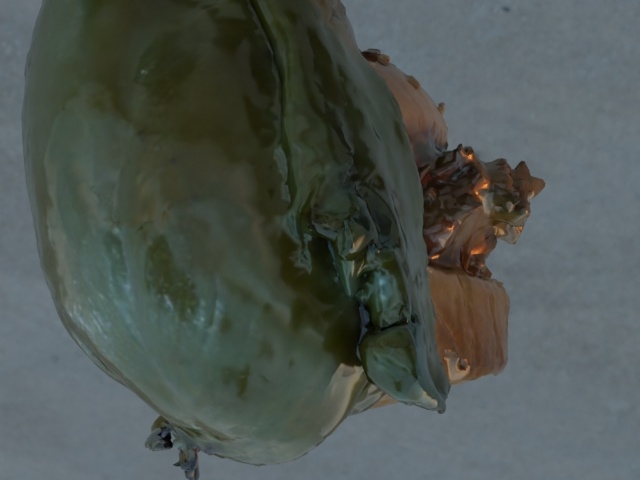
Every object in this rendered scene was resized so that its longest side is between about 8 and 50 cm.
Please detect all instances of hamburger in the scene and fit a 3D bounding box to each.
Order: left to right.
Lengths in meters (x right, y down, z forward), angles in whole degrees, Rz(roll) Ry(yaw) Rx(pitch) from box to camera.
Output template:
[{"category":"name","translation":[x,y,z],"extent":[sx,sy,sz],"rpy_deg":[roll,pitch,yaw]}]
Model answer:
[{"category":"hamburger","translation":[0.000,0.000,0.900],"extent":[0.286,0.268,0.445],"rpy_deg":[-13,173,-7]}]

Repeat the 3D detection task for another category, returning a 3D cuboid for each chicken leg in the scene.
[{"category":"chicken leg","translation":[-0.045,-0.126,0.525],"extent":[0.152,0.429,0.201],"rpy_deg":[-4,168,-8]}]
